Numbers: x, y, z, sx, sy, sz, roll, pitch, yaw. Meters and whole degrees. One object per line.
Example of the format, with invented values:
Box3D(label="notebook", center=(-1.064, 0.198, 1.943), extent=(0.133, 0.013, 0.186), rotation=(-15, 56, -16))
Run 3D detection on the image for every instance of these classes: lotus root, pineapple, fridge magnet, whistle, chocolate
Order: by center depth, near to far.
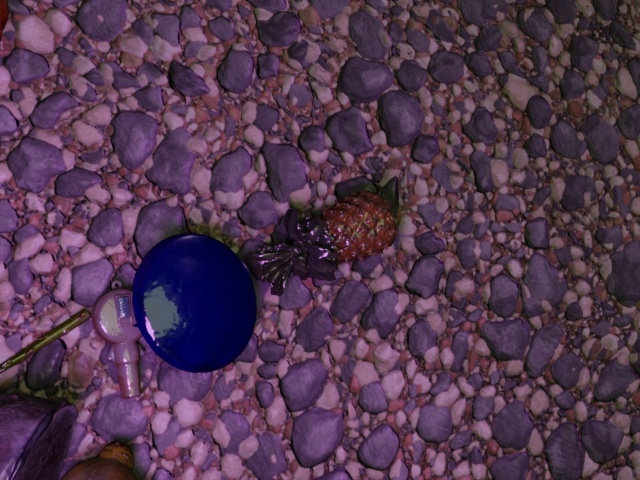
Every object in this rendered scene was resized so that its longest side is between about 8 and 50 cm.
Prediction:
Box3D(label="chocolate", center=(-0.547, 0.361, 1.314), extent=(0.213, 0.303, 0.303), rotation=(19, 72, 1))
Box3D(label="lotus root", center=(-0.398, 0.490, 1.411), extent=(0.173, 0.173, 0.309), rotation=(24, 64, -18))
Box3D(label="whistle", center=(-0.363, 0.182, 1.533), extent=(0.107, 0.057, 0.220), rotation=(-5, 84, -30))
Box3D(label="fridge magnet", center=(-0.234, 0.116, 1.552), extent=(0.265, 0.112, 0.266), rotation=(14, 67, -37))
Box3D(label="pineapple", center=(0.000, 0.000, 1.692), extent=(0.310, 0.141, 0.170), rotation=(-25, 95, -18))

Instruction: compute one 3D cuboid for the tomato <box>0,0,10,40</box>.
Box3D(label="tomato", center=(-0.653, -0.387, 1.435), extent=(0.184, 0.208, 0.208), rotation=(28, 69, -33))

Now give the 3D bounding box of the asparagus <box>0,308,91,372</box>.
Box3D(label="asparagus", center=(-0.522, 0.196, 1.479), extent=(0.248, 0.024, 0.025), rotation=(-33, 51, -25))
